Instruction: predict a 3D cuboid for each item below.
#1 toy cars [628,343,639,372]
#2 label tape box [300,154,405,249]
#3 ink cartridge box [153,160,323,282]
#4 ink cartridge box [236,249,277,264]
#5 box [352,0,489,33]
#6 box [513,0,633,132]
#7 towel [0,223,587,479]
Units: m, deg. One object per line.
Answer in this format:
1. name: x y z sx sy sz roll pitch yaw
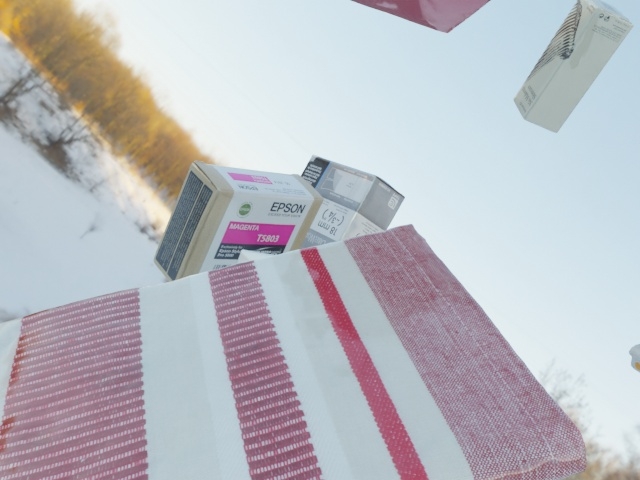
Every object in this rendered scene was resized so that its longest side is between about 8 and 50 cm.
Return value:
1. toy cars: 0.488 0.106 0.882 0.176 0.393 0.087 11 -61 23
2. label tape box: 0.000 0.000 1.517 0.106 0.334 0.240 31 -3 -38
3. ink cartridge box: -0.133 -0.019 1.171 0.234 0.193 0.088 2 33 -45
4. ink cartridge box: -0.026 0.101 0.920 0.176 0.127 0.128 8 -20 23
5. box: 0.054 -0.310 0.646 0.232 0.149 0.127 16 -4 -11
6. box: 0.541 -0.383 1.526 0.094 0.275 0.113 19 33 -15
7. towel: -0.053 0.091 0.415 0.237 0.328 0.037 -118 -163 -58
